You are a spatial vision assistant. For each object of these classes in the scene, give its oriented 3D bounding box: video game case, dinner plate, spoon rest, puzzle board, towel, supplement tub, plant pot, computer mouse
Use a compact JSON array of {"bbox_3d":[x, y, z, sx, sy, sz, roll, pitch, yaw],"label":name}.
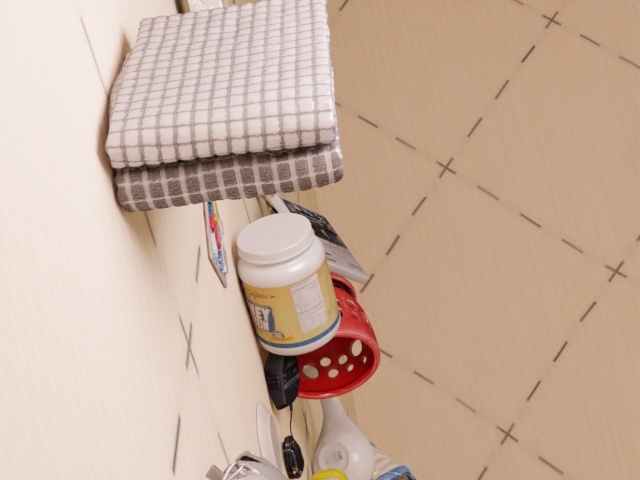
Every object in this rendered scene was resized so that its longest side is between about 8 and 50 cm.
[{"bbox_3d":[0.000,0.000,1.973,0.173,0.022,0.190,55,17,27],"label":"video game case"},{"bbox_3d":[-0.076,0.317,1.610,0.141,0.017,0.141,-11,90,-87],"label":"dinner plate"},{"bbox_3d":[0.027,0.389,2.115,0.084,0.137,0.276,33,35,-60],"label":"spoon rest"},{"bbox_3d":[-0.151,-0.008,1.510,0.096,0.011,0.128,71,9,-59],"label":"puzzle board"},{"bbox_3d":[-0.097,-0.146,1.109,0.284,0.235,0.121,-94,175,-54],"label":"towel"},{"bbox_3d":[-0.054,0.071,1.690,0.144,0.144,0.200,-94,172,-60],"label":"supplement tub"},{"bbox_3d":[-0.001,0.166,1.876,0.174,0.191,0.191,-105,180,-45],"label":"plant pot"},{"bbox_3d":[-0.062,0.291,1.758,0.071,0.041,0.242,-27,114,-64],"label":"computer mouse"}]

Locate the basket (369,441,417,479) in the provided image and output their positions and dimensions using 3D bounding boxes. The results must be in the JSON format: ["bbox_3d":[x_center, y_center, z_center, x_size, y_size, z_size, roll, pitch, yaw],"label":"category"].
[{"bbox_3d":[0.130,0.583,2.170,0.289,0.201,0.255,38,-26,43],"label":"basket"}]

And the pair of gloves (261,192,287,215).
[{"bbox_3d":[-0.056,-0.031,2.168,0.204,0.042,0.240,48,-4,6],"label":"pair of gloves"}]

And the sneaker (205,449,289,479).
[{"bbox_3d":[-0.093,0.295,1.107,0.115,0.105,0.281,49,3,7],"label":"sneaker"}]

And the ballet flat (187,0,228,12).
[{"bbox_3d":[-0.155,-0.372,1.617,0.147,0.147,0.409,-91,169,-69],"label":"ballet flat"}]

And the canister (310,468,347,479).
[{"bbox_3d":[0.021,0.524,1.961,0.170,0.073,0.126,-77,155,-77],"label":"canister"}]
